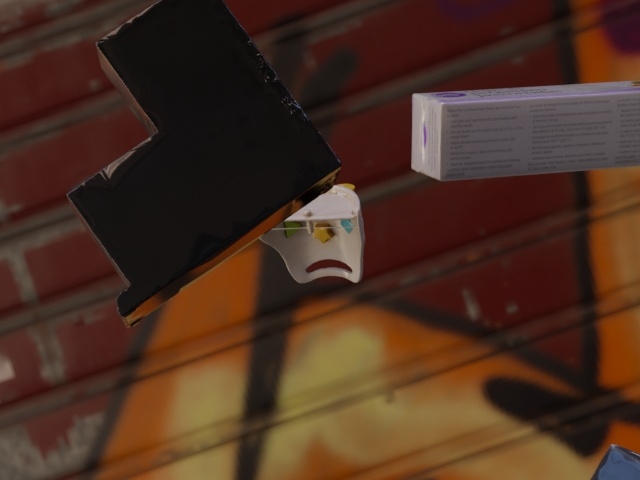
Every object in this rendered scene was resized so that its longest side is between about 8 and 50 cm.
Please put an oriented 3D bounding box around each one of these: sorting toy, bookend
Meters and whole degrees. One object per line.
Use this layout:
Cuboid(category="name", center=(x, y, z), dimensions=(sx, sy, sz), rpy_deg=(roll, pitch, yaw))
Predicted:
Cuboid(category="sorting toy", center=(0.000, 0.000, 1.235), dimensions=(0.083, 0.075, 0.045), rpy_deg=(-1, 31, 19))
Cuboid(category="bookend", center=(-0.096, -0.057, 0.996), dimensions=(0.157, 0.156, 0.072), rpy_deg=(-36, -5, -8))

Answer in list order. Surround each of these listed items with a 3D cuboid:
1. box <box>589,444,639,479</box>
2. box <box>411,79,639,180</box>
Cuboid(category="box", center=(0.166, 0.265, 0.810), dimensions=(0.165, 0.270, 0.143), rpy_deg=(32, -2, -35))
Cuboid(category="box", center=(0.233, -0.094, 1.351), dimensions=(0.324, 0.067, 0.063), rpy_deg=(-6, 14, -18))
